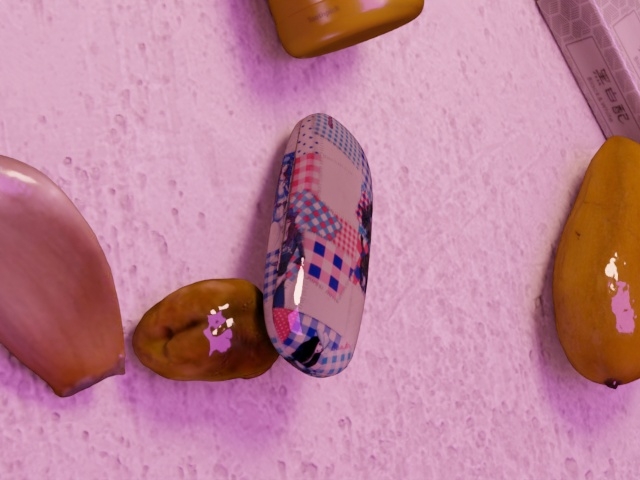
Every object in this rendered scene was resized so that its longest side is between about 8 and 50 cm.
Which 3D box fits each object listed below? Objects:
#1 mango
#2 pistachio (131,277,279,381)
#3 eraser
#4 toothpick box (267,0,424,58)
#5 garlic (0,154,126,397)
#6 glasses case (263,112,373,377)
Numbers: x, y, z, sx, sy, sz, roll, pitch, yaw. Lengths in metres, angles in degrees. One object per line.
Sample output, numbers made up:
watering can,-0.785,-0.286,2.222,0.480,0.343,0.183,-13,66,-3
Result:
mango,0.401,0.038,1.907,0.195,0.142,0.332,35,62,-31
pistachio,-0.109,0.096,1.564,0.189,0.100,0.110,1,93,-32
eraser,0.405,-0.254,1.976,0.096,0.098,0.404,-39,105,-32
toothpick box,0.000,-0.361,1.668,0.175,0.175,0.271,-20,92,-35
garlic,-0.294,0.022,1.441,0.143,0.112,0.318,-37,112,-10
glasses case,0.000,0.000,1.628,0.125,0.076,0.328,40,44,-39
